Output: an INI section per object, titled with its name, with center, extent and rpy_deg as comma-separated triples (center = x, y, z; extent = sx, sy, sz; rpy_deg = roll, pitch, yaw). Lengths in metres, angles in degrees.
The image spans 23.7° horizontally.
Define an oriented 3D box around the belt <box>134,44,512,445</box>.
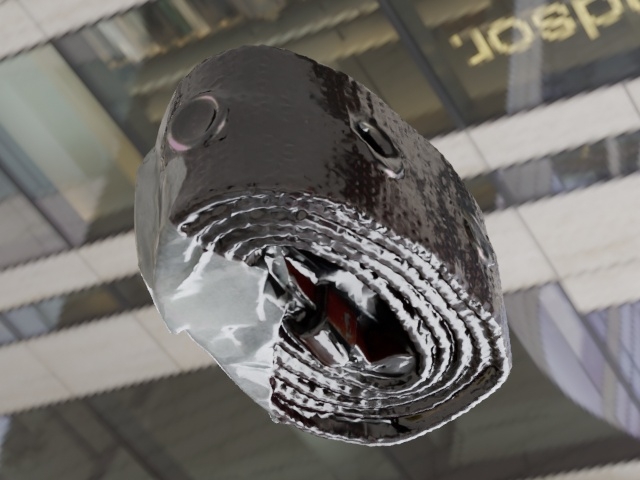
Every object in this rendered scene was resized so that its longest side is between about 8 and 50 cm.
[belt]
center = 0.000, 0.000, 0.970
extent = 0.184, 0.289, 0.164
rpy_deg = -24, -134, 21
